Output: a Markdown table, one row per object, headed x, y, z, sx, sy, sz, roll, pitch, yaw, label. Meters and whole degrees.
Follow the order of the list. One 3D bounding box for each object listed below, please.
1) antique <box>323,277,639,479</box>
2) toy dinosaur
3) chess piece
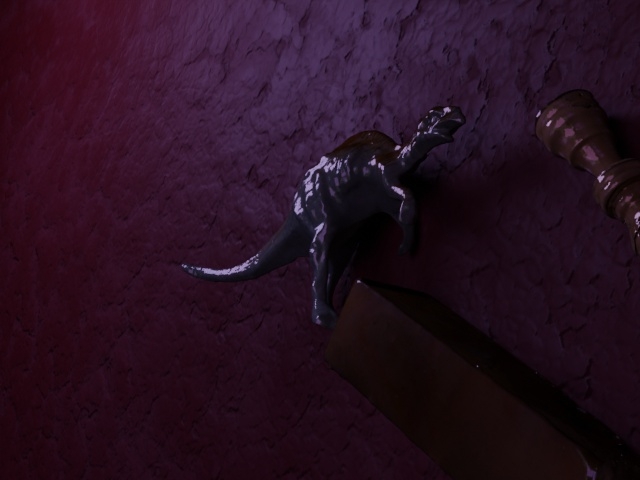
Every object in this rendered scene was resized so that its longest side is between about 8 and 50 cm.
| x | y | z | sx | sy | sz | roll | pitch | yaw | label |
| --- | --- | --- | --- | --- | --- | --- | --- | --- | --- |
| 0.126 | 0.135 | 0.798 | 0.310 | 0.093 | 0.087 | 37 | 107 | 51 | antique |
| 0.000 | 0.000 | 1.011 | 0.393 | 0.092 | 0.206 | -16 | 66 | 51 | toy dinosaur |
| 0.226 | -0.041 | 0.764 | 0.060 | 0.060 | 0.172 | -52 | 45 | 28 | chess piece |
